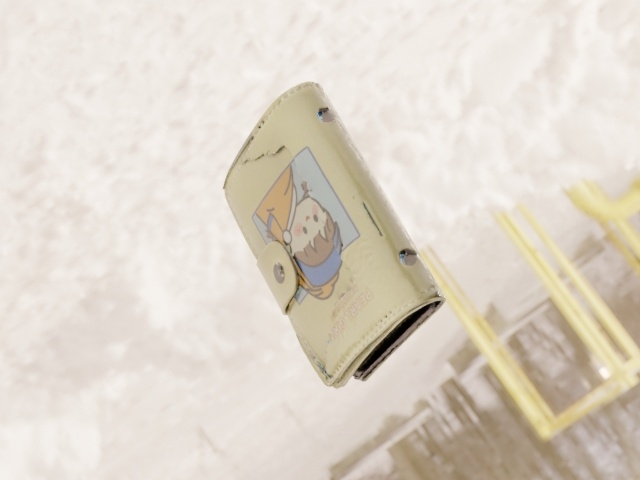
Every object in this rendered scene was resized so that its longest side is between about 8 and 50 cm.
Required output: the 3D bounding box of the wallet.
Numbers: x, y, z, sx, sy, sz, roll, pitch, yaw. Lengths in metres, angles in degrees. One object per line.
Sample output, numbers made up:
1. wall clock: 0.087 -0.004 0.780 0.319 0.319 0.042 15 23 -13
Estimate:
1. wallet: 0.000 0.000 0.802 0.039 0.155 0.110 -10 151 -39
